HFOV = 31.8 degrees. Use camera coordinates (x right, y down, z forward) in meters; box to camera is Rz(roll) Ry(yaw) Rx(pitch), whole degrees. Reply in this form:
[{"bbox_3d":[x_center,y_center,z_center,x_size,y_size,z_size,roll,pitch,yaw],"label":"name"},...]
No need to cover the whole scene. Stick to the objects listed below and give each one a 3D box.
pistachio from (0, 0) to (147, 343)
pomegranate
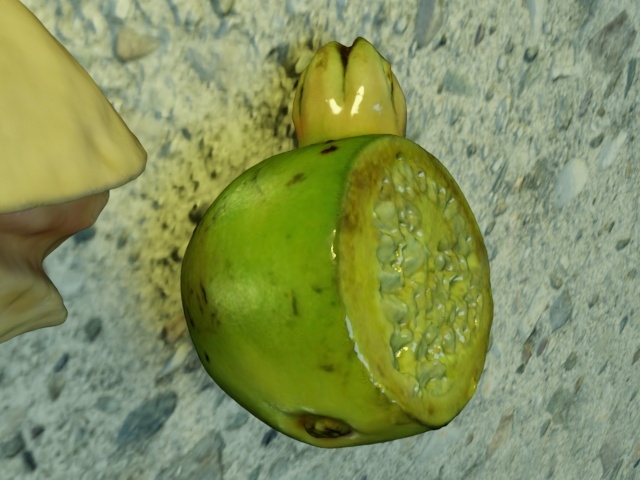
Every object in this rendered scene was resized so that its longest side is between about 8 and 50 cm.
[{"bbox_3d":[-0.179,-0.030,0.364,0.299,0.187,0.187,13,101,-61],"label":"pistachio"},{"bbox_3d":[-0.007,0.007,0.681,0.190,0.159,0.241,-26,105,-55],"label":"pomegranate"}]
